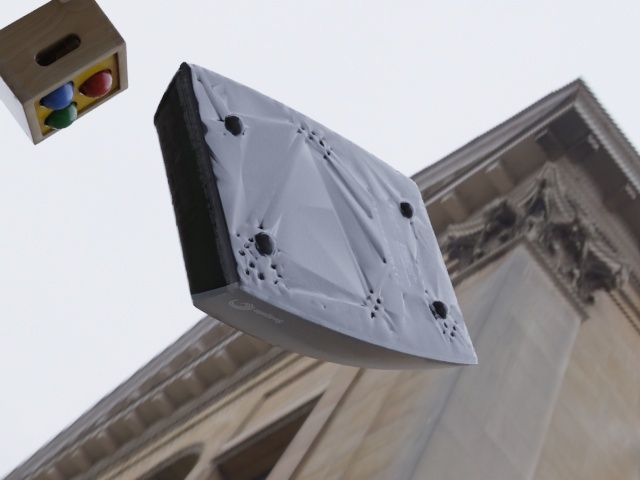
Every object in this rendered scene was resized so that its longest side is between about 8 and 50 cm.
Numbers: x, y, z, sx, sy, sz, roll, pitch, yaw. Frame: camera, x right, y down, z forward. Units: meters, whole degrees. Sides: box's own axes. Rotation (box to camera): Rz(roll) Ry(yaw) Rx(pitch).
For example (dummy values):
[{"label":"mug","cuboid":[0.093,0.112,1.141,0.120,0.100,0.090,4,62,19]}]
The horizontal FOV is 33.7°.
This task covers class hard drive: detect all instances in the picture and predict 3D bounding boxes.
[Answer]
[{"label":"hard drive","cuboid":[0.000,0.000,0.683,0.054,0.254,0.172,-32,-121,27]}]

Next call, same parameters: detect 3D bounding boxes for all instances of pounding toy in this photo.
[{"label":"pounding toy","cuboid":[-0.252,-0.207,1.107,0.094,0.181,0.206,53,-16,6]}]
